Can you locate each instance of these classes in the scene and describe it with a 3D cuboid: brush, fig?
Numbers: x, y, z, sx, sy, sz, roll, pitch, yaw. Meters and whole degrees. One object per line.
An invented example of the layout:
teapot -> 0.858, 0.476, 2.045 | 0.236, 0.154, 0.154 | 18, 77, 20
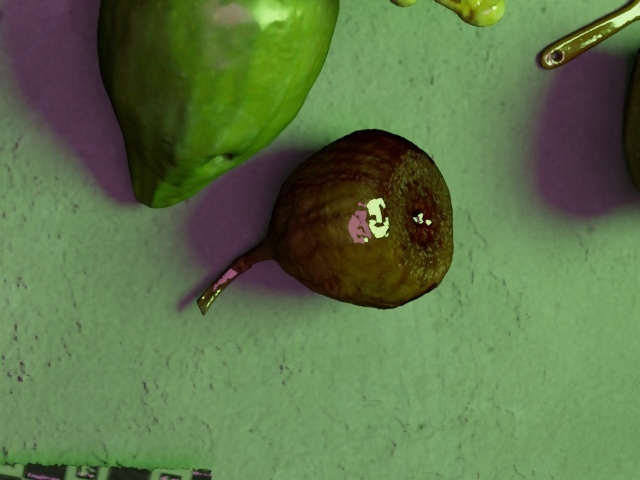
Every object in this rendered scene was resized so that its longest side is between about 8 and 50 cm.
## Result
brush -> 0.250, -0.182, 1.043 | 0.170, 0.014, 0.043 | -29, 103, -3
fig -> 0.000, 0.000, 0.998 | 0.201, 0.133, 0.146 | -21, 142, 36
fig -> -0.081, -0.133, 0.916 | 0.167, 0.167, 0.233 | 17, 89, -13

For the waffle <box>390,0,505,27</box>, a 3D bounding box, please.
waffle -> 0.088, -0.288, 0.882 | 0.329, 0.062, 0.329 | -2, 64, 4

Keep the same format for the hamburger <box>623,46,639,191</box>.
hamburger -> 0.304, -0.083, 0.985 | 0.114, 0.185, 0.177 | 2, 56, -2

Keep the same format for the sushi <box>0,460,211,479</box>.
sushi -> -0.183, 0.238, 1.038 | 0.201, 0.031, 0.139 | 4, 101, -8
